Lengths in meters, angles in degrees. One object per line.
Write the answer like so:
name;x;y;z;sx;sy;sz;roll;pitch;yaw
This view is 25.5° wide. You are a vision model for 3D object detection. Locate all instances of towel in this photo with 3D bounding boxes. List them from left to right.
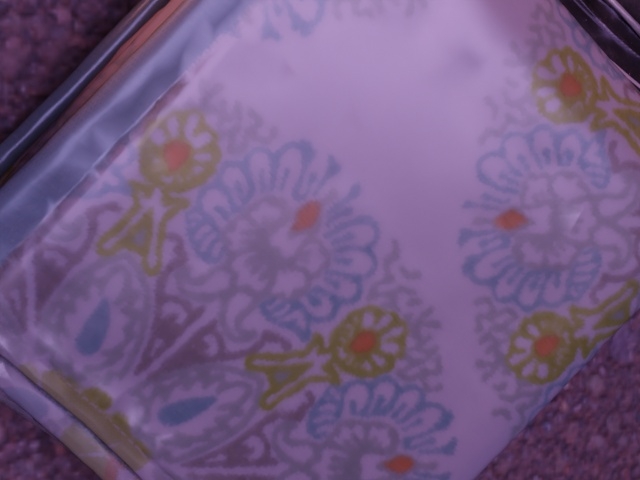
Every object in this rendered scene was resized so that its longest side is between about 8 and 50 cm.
towel;0.000;0.000;0.783;0.374;0.090;0.320;-46;111;0

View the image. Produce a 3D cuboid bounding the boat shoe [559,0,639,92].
boat shoe;0.164;-0.133;0.885;0.335;0.121;0.119;37;82;-25
